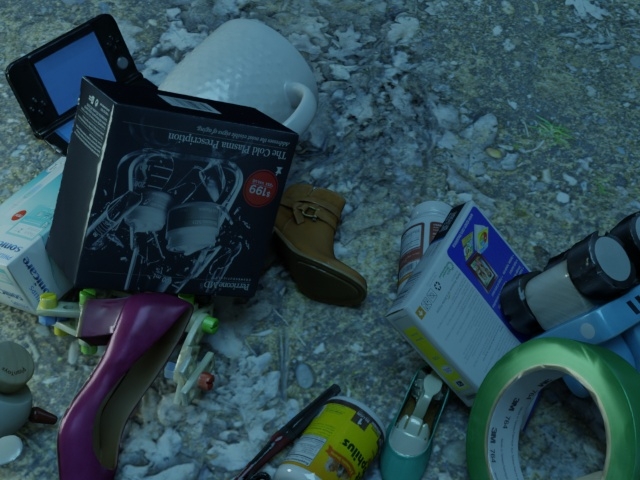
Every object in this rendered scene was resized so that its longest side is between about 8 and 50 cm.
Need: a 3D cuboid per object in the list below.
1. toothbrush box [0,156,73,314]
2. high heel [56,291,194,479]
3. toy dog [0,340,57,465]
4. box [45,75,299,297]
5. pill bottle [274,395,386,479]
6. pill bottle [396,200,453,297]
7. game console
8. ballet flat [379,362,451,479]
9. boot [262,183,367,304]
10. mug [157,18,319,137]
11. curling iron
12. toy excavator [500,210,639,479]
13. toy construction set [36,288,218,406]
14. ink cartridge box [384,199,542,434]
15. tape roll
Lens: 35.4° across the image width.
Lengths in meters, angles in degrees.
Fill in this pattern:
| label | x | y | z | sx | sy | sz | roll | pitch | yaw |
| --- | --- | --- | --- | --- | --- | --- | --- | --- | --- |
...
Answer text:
| label | x | y | z | sx | sy | sz | roll | pitch | yaw |
| --- | --- | --- | --- | --- | --- | --- | --- | --- | --- |
| toothbrush box | -0.499 | -0.015 | 1.855 | 0.216 | 0.126 | 0.295 | 12 | 48 | 42 |
| high heel | -0.304 | 0.265 | 1.578 | 0.181 | 0.127 | 0.377 | -1 | 78 | 13 |
| toy dog | -0.522 | 0.329 | 1.576 | 0.161 | 0.220 | 0.334 | 32 | 55 | -15 |
| box | -0.254 | -0.083 | 1.712 | 0.343 | 0.312 | 0.179 | 5 | 19 | -34 |
| pill bottle | 0.007 | 0.358 | 1.586 | 0.117 | 0.117 | 0.215 | 25 | 52 | 20 |
| pill bottle | 0.209 | 0.032 | 1.887 | 0.121 | 0.121 | 0.216 | 6 | 48 | 4 |
| game console | -0.482 | -0.324 | 2.171 | 0.173 | 0.250 | 0.293 | 12 | 42 | 46 |
| ballet flat | 0.158 | 0.297 | 1.667 | 0.083 | 0.087 | 0.247 | 17 | 50 | 12 |
| boot | 0.000 | 0.000 | 1.939 | 0.283 | 0.109 | 0.220 | 17 | 45 | 23 |
| mug | -0.170 | -0.240 | 1.996 | 0.374 | 0.276 | 0.328 | 8 | 46 | 41 |
| curling iron | -0.053 | 0.338 | 1.659 | 0.068 | 0.035 | 0.274 | 31 | 54 | 19 |
| toy excavator | 0.488 | 0.222 | 1.661 | 0.433 | 0.222 | 0.445 | -21 | 79 | -42 |
| toy construction set | -0.308 | 0.147 | 1.748 | 0.327 | 0.151 | 0.215 | 27 | 27 | 12 |
| ink cartridge box | 0.287 | 0.134 | 1.758 | 0.307 | 0.072 | 0.303 | 50 | 47 | -14 |
| tape roll | 0.361 | 0.309 | 1.512 | 0.077 | 0.321 | 0.321 | 14 | 37 | -37 |
